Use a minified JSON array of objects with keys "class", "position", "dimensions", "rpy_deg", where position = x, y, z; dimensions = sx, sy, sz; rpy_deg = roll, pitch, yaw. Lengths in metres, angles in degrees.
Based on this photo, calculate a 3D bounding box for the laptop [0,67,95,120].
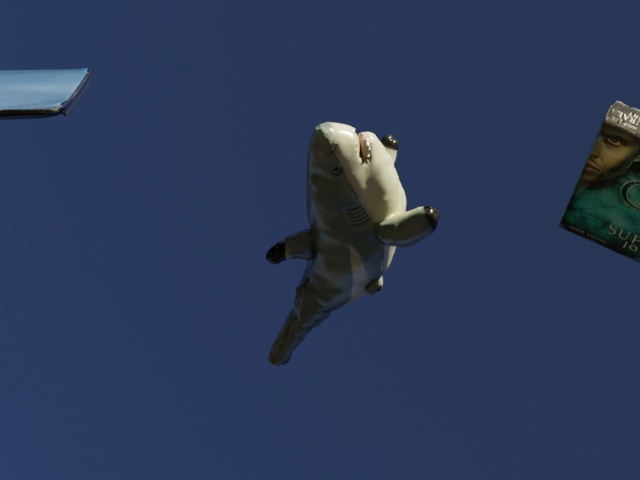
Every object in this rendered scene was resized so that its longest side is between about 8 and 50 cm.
[{"class":"laptop","position":[-0.343,-0.178,0.805],"dimensions":[0.236,0.382,0.408],"rpy_deg":[-36,-79,0]}]

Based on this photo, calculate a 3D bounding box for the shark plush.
[{"class":"shark plush","position":[0.000,0.000,0.826],"dimensions":[0.161,0.067,0.073],"rpy_deg":[-57,-140,44]}]

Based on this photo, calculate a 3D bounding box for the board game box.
[{"class":"board game box","position":[0.275,-0.017,1.077],"dimensions":[0.186,0.026,0.126],"rpy_deg":[24,-37,9]}]
